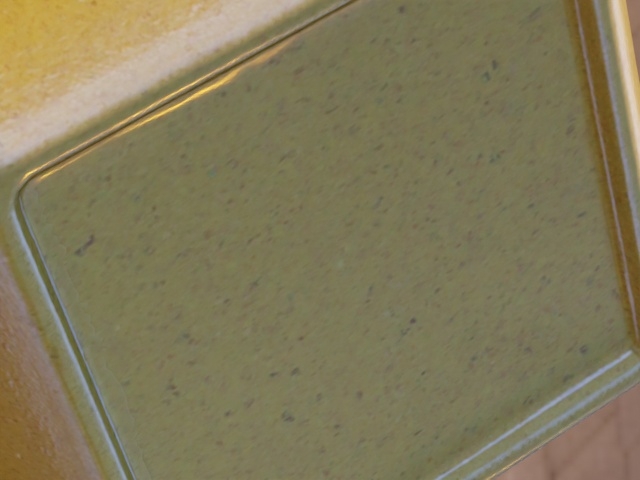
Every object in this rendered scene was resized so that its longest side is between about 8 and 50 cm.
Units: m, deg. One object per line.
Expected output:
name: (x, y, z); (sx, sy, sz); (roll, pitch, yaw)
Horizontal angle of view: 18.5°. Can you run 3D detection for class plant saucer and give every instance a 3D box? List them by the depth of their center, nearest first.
plant saucer: (0.000, 0.000, 0.707); (0.333, 0.081, 0.332); (-31, 130, -17)
